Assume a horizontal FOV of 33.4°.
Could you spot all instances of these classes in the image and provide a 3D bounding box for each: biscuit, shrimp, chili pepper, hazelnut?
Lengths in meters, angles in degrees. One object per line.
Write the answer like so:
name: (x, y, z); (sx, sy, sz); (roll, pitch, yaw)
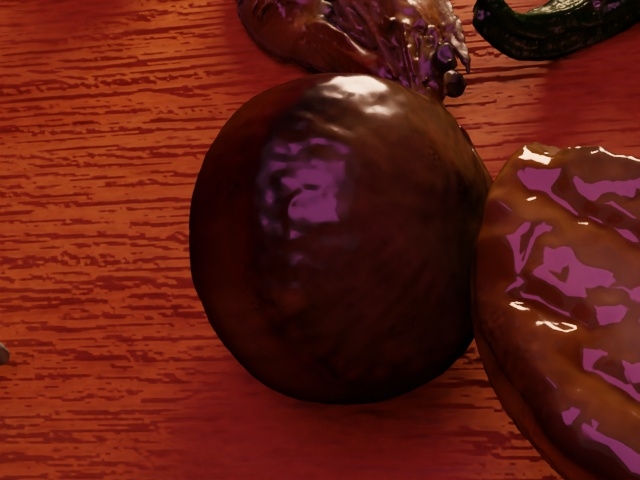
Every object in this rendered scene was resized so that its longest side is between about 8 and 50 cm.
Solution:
biscuit: (0.198, 0.045, 0.515); (0.274, 0.091, 0.213); (17, 70, 25)
shrimp: (0.022, -0.174, 0.797); (0.154, 0.062, 0.294); (-35, 54, 8)
chili pepper: (0.187, -0.167, 0.735); (0.182, 0.073, 0.050); (-22, 80, -5)
hazelnut: (0.000, 0.000, 0.635); (0.208, 0.208, 0.208); (-7, 59, 11)

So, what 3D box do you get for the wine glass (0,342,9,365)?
wine glass: (-0.256, 0.134, 0.684); (0.073, 0.073, 0.155); (0, 58, 15)
